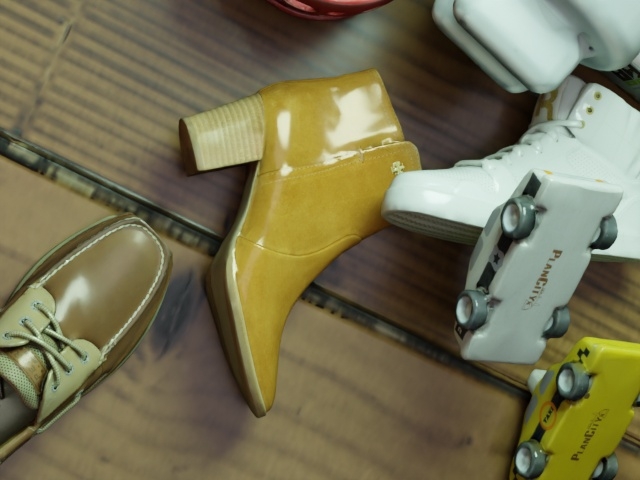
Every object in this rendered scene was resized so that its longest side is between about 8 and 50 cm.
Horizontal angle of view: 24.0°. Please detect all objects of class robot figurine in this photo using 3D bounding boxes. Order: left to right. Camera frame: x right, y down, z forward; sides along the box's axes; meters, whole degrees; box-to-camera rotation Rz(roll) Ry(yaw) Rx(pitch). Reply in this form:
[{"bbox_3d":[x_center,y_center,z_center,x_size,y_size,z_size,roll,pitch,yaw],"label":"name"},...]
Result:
[{"bbox_3d":[0.254,-0.290,1.295,0.200,0.300,0.353,42,87,-15],"label":"robot figurine"}]

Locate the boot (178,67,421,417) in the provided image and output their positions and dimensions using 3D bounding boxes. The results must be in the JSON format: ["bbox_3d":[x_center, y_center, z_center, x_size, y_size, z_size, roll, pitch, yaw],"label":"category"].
[{"bbox_3d":[0.000,-0.001,1.370,0.211,0.104,0.295,-12,96,-16],"label":"boot"}]

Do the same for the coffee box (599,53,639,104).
[{"bbox_3d":[0.379,-0.171,1.442,0.246,0.098,0.141,38,85,-8],"label":"coffee box"}]

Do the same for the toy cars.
[{"bbox_3d":[0.206,0.084,1.354,0.176,0.087,0.394,-27,130,-4],"label":"toy cars"}]

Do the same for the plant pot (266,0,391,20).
[{"bbox_3d":[0.007,-0.290,1.330,0.191,0.174,0.191,0,90,-11],"label":"plant pot"}]

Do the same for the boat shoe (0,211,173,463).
[{"bbox_3d":[-0.253,0.112,1.308,0.122,0.120,0.324,44,83,-9],"label":"boat shoe"}]

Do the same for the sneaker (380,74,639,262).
[{"bbox_3d":[0.185,-0.077,1.388,0.292,0.108,0.169,8,86,-33],"label":"sneaker"}]
